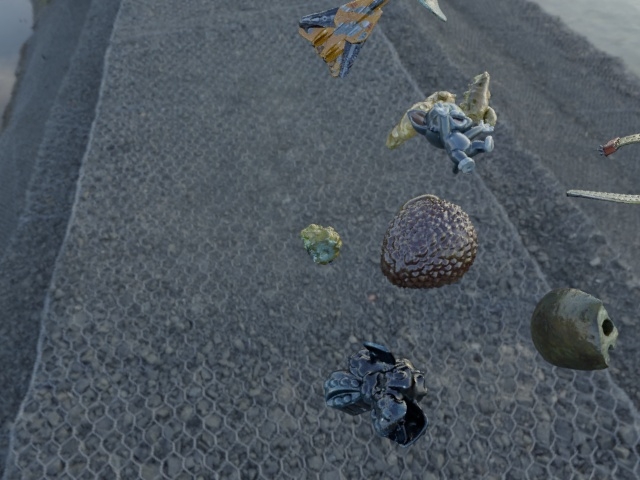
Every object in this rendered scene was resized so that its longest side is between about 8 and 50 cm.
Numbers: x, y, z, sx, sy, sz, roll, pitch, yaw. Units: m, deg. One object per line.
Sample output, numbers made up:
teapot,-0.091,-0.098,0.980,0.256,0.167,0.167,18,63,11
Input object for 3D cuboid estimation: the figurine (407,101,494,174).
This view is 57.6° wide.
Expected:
figurine,0.357,-0.263,1.508,0.193,0.140,0.265,0,58,-19

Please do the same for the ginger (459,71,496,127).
ginger,0.533,-0.478,1.995,0.115,0.081,0.205,-9,70,14

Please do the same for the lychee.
lychee,0.268,0.017,1.472,0.271,0.236,0.236,-31,46,-22

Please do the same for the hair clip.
hair clip,0.152,0.384,1.513,0.310,0.194,0.206,11,69,54

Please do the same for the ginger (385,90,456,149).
ginger,0.422,-0.519,2.370,0.348,0.363,0.122,-42,83,-1

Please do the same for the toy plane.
toy plane,0.110,-0.631,1.655,0.316,0.204,0.103,-39,7,-2

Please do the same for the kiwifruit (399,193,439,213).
kiwifruit,0.285,-0.091,1.665,0.124,0.075,0.075,-24,36,24

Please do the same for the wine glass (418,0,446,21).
wine glass,0.220,-0.433,0.819,0.231,0.103,0.103,-45,24,27

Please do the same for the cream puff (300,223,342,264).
cream puff,-0.001,-0.001,1.975,0.121,0.156,0.156,-35,45,-2

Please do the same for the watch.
watch,0.731,-0.170,1.397,0.268,0.165,0.102,7,31,36

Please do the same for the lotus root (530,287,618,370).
lotus root,0.692,0.240,1.651,0.210,0.142,0.314,-52,15,-14
